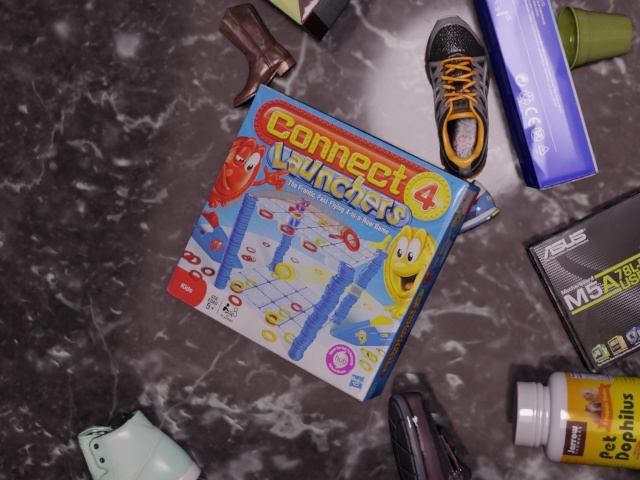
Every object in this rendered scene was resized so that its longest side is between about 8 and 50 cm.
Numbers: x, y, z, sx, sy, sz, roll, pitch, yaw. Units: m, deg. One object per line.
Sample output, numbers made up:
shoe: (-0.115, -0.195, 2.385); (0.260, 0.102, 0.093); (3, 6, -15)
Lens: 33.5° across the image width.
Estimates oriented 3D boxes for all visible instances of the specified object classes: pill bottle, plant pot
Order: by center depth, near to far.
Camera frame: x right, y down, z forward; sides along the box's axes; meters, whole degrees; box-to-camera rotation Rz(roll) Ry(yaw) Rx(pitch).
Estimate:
plant pot: (0.351, -0.259, 1.352); (0.079, 0.083, 0.083); (-4, 94, -5)
pill bottle: (0.358, 0.230, 1.364); (0.215, 0.117, 0.117); (3, 95, 6)

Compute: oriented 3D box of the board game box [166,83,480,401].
board game box: (0.000, 0.000, 1.370); (0.308, 0.086, 0.302); (27, 97, 16)

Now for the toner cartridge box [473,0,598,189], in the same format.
toner cartridge box: (0.250, -0.240, 1.316); (0.075, 0.165, 0.348); (-16, 93, 7)

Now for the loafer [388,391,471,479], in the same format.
loafer: (0.165, 0.335, 1.414); (0.095, 0.109, 0.302); (-16, 99, -12)

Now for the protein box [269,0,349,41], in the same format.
protein box: (-0.048, -0.369, 1.319); (0.200, 0.201, 0.136); (38, 97, 2)

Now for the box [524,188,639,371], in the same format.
box: (0.391, 0.048, 1.377); (0.191, 0.045, 0.184); (-26, 94, 2)

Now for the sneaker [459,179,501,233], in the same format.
sneaker: (0.162, -0.030, 1.401); (0.144, 0.053, 0.059); (-24, 86, 3)

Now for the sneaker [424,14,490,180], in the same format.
sneaker: (0.182, -0.185, 1.369); (0.084, 0.083, 0.215); (-9, 92, 8)

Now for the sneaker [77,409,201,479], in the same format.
sneaker: (-0.308, 0.342, 1.457); (0.256, 0.094, 0.151); (-40, 95, -2)

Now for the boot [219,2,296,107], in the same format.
boot: (-0.106, -0.248, 1.418); (0.106, 0.037, 0.114); (-40, 93, -5)
